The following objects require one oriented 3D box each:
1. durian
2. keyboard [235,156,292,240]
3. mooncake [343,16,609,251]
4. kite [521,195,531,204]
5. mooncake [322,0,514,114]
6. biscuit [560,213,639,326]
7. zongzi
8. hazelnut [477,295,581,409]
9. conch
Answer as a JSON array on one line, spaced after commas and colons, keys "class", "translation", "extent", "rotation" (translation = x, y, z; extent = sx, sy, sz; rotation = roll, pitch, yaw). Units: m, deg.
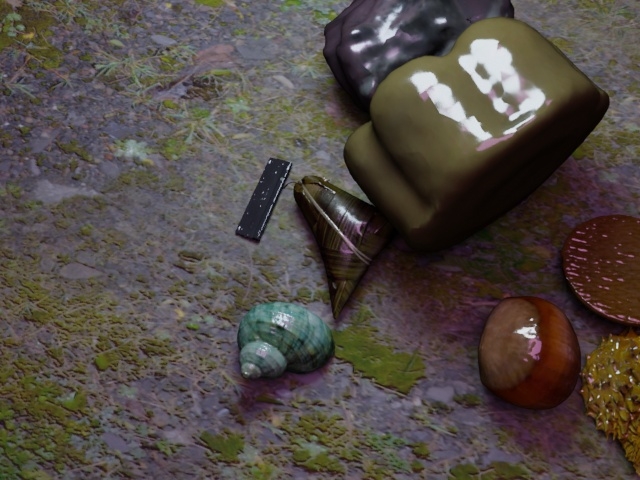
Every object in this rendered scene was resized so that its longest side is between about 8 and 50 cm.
[{"class": "durian", "translation": [0.601, 0.257, 1.329], "extent": [0.195, 0.185, 0.305], "rotation": [35, 84, 38]}, {"class": "keyboard", "translation": [-0.122, -0.092, 1.543], "extent": [0.060, 0.018, 0.196], "rotation": [18, 73, 18]}, {"class": "mooncake", "translation": [0.284, -0.193, 1.314], "extent": [0.467, 0.467, 0.262], "rotation": [-31, 72, -7]}, {"class": "kite", "translation": [0.464, -0.215, 1.540], "extent": [0.152, 0.015, 0.285], "rotation": [41, 83, 14]}, {"class": "mooncake", "translation": [0.185, -0.452, 1.469], "extent": [0.381, 0.351, 0.212], "rotation": [-36, 109, 8]}, {"class": "biscuit", "translation": [0.607, 0.059, 1.400], "extent": [0.261, 0.037, 0.262], "rotation": [-1, 57, 2]}, {"class": "zongzi", "translation": [0.000, 0.000, 1.459], "extent": [0.247, 0.111, 0.241], "rotation": [31, 82, 19]}, {"class": "hazelnut", "translation": [0.397, 0.212, 1.318], "extent": [0.214, 0.176, 0.215], "rotation": [1, 86, -20]}, {"class": "conch", "translation": [-0.078, 0.201, 1.384], "extent": [0.188, 0.122, 0.176], "rotation": [-35, 96, -4]}]
